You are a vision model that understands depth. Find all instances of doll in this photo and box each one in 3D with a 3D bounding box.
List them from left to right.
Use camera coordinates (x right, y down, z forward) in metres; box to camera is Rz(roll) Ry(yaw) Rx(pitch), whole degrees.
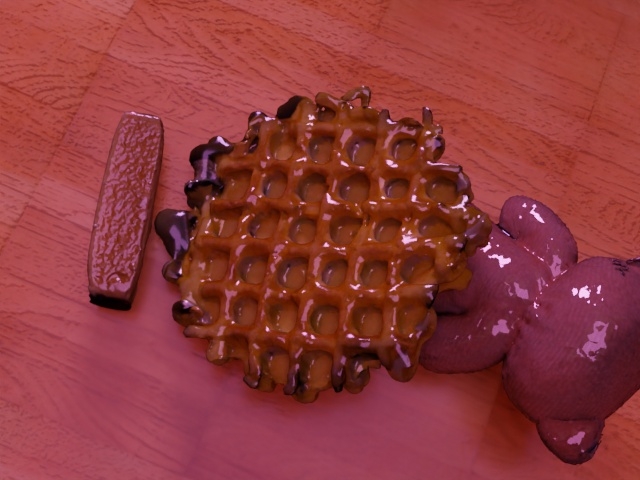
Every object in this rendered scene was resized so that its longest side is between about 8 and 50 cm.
[{"bbox_3d":[0.178,0.059,0.850,0.303,0.156,0.201,33,81,33],"label":"doll"}]

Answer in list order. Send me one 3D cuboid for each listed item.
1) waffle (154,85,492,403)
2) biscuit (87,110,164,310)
[{"bbox_3d":[-0.007,-0.006,0.819,0.329,0.062,0.329,-9,65,20],"label":"waffle"},{"bbox_3d":[-0.186,-0.028,0.860,0.052,0.056,0.188,9,75,0],"label":"biscuit"}]
